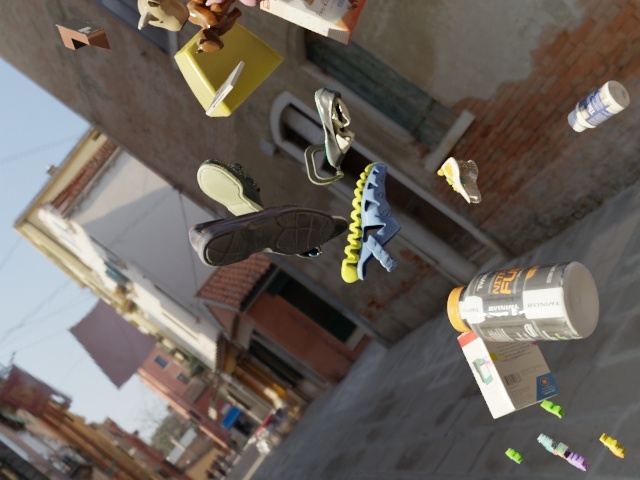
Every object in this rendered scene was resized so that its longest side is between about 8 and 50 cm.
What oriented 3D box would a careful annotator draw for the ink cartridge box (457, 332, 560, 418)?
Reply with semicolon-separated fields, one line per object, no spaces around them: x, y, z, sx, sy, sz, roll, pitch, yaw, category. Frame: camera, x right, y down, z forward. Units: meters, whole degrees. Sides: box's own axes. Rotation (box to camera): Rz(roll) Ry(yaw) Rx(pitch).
0.389;0.242;1.449;0.134;0.231;0.078;-10;-23;-27;ink cartridge box

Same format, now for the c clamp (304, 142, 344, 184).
0.026;-0.223;1.885;0.022;0.137;0.160;92;175;-60;c clamp

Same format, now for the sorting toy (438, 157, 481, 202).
0.241;-0.096;1.142;0.045;0.075;0.083;-38;-19;30;sorting toy

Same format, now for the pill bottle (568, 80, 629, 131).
0.594;-0.284;1.464;0.067;0.067;0.120;-51;7;-35;pill bottle

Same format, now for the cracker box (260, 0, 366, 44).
-0.008;-0.585;1.617;0.067;0.232;0.155;110;-178;-76;cracker box

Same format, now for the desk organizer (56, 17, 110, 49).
-0.504;-0.433;1.452;0.047;0.130;0.050;-36;-45;-30;desk organizer

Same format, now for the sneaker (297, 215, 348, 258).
0.000;0.000;1.967;0.217;0.121;0.079;-13;-52;-22;sneaker

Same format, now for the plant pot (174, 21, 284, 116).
-0.259;-0.470;1.798;0.212;0.187;0.212;-47;23;-9;plant pot

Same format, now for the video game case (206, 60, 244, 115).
-0.220;-0.350;1.570;0.122;0.011;0.087;-35;30;47;video game case

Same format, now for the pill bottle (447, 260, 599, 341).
0.347;0.114;1.203;0.246;0.130;0.130;-12;30;46;pill bottle

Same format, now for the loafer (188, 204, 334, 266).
-0.116;-0.026;1.365;0.302;0.095;0.109;-12;-56;-32;loafer

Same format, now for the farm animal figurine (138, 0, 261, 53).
-0.243;-0.423;1.044;0.172;0.327;0.330;-47;2;-14;farm animal figurine

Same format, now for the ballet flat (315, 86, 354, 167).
0.040;-0.262;1.595;0.074;0.074;0.203;-50;-44;-45;ballet flat

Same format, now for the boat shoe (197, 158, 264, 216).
-0.264;-0.178;2.075;0.340;0.127;0.113;42;-134;-55;boat shoe

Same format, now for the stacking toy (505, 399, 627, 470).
0.552;0.482;1.552;0.167;0.052;0.221;-46;35;-12;stacking toy

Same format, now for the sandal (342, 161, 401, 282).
0.146;-0.042;1.758;0.126;0.138;0.317;-4;-79;-76;sandal
